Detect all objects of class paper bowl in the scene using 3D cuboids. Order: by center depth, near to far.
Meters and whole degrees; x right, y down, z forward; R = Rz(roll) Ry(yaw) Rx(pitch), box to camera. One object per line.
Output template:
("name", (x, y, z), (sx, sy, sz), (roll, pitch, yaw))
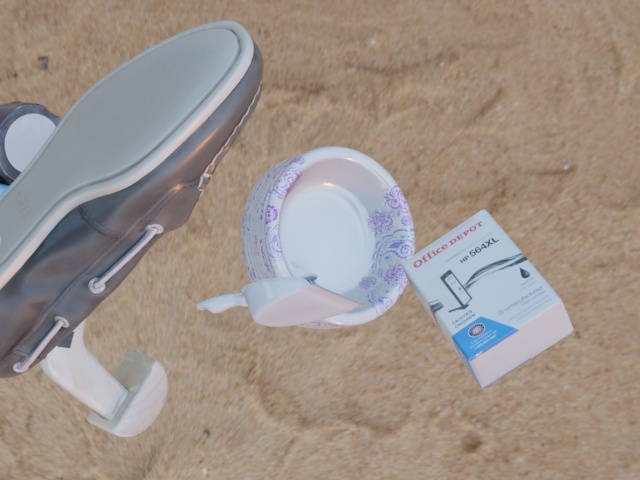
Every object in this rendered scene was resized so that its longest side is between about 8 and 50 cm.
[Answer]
("paper bowl", (0.000, 0.000, 1.688), (0.284, 0.148, 0.284), (6, 80, -35))

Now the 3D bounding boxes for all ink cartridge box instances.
("ink cartridge box", (0.223, 0.076, 1.442), (0.148, 0.086, 0.203), (-34, 47, 0))

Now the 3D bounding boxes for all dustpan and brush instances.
("dustpan and brush", (-0.067, 0.076, 1.345), (0.211, 0.147, 0.060), (-21, 67, 23))

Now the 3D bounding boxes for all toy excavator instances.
("toy excavator", (-0.383, 0.050, 1.521), (0.433, 0.222, 0.445), (14, 89, -47))

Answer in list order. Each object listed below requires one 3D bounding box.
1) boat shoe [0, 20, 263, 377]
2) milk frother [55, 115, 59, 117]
("boat shoe", (-0.156, -0.021, 0.744), (0.335, 0.095, 0.112), (-39, 46, 14))
("milk frother", (-0.476, -0.117, 1.684), (0.129, 0.143, 0.135), (-12, 96, 25))
